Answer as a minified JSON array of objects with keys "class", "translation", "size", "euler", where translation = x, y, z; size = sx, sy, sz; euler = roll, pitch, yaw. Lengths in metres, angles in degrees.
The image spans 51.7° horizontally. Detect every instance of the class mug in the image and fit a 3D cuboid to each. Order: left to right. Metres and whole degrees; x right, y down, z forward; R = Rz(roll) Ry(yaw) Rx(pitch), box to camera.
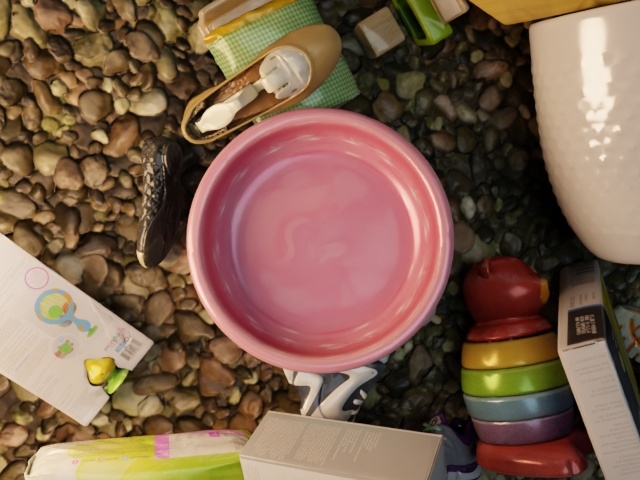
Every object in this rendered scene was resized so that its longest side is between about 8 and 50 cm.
[{"class":"mug","translation":[0.484,-0.156,0.893],"size":[0.375,0.276,0.327],"euler":[-12,103,-10]}]

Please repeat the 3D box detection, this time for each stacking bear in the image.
[{"class":"stacking bear","translation":[0.276,0.163,0.935],"size":[0.164,0.175,0.288],"euler":[-12,84,32]}]

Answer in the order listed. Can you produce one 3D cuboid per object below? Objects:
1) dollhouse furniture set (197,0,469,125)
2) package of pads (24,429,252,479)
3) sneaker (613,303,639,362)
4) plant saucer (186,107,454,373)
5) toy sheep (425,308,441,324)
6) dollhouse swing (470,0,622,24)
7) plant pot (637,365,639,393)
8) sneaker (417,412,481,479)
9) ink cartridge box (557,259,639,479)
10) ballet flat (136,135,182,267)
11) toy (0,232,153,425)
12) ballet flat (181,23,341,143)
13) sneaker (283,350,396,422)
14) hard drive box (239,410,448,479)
[{"class":"dollhouse furniture set","translation":[0.015,-0.278,0.837],"size":[0.302,0.151,0.197],"euler":[-34,101,-8]},{"class":"package of pads","translation":[-0.222,0.370,0.860],"size":[0.297,0.101,0.229],"euler":[-2,95,-14]},{"class":"sneaker","translation":[0.550,0.155,1.040],"size":[0.215,0.084,0.083],"euler":[30,48,-4]},{"class":"plant saucer","translation":[0.000,0.000,0.851],"size":[0.333,0.084,0.331],"euler":[0,85,3]},{"class":"toy sheep","translation":[0.118,0.086,0.927],"size":[0.132,0.091,0.091],"euler":[30,87,-27]},{"class":"dollhouse swing","translation":[0.249,-0.486,0.730],"size":[0.305,0.315,0.346],"euler":[32,63,-51]},{"class":"plant pot","translation":[0.526,0.246,1.022],"size":[0.083,0.083,0.079],"euler":[32,68,-14]},{"class":"sneaker","translation":[0.137,0.296,0.939],"size":[0.224,0.083,0.098],"euler":[6,82,-38]},{"class":"ink cartridge box","translation":[0.401,0.215,0.903],"size":[0.072,0.303,0.307],"euler":[-20,99,23]},{"class":"ballet flat","translation":[-0.214,-0.050,0.864],"size":[0.057,0.049,0.173],"euler":[4,96,-58]},{"class":"toy","translation":[-0.349,0.112,0.833],"size":[0.237,0.056,0.137],"euler":[41,81,-18]},{"class":"ballet flat","translation":[-0.075,-0.183,0.817],"size":[0.232,0.073,0.080],"euler":[-30,109,20]},{"class":"sneaker","translation":[0.047,0.215,0.913],"size":[0.153,0.094,0.234],"euler":[-21,89,-2]},{"class":"hard drive box","translation":[0.035,0.320,0.812],"size":[0.232,0.089,0.181],"euler":[3,117,23]}]
